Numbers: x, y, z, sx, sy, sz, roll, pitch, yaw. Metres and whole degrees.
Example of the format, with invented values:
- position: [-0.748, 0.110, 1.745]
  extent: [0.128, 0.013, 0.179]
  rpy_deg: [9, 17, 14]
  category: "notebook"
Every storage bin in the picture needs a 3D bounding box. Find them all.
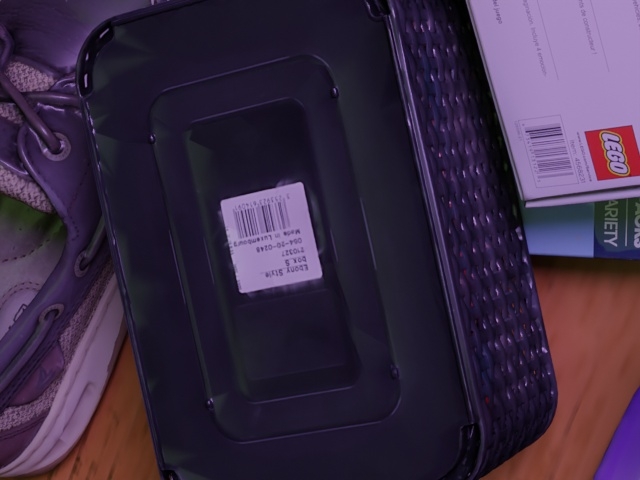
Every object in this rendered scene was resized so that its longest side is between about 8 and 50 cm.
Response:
- position: [0.000, 0.000, 0.607]
  extent: [0.122, 0.084, 0.180]
  rpy_deg: [-12, 92, 26]
  category: "storage bin"

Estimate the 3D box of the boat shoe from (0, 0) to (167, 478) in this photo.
- position: [-0.114, -0.032, 0.696]
  extent: [0.103, 0.092, 0.285]
  rpy_deg: [25, 103, 22]
  category: "boat shoe"

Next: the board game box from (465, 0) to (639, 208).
- position: [0.111, -0.167, 0.496]
  extent: [0.193, 0.053, 0.305]
  rpy_deg: [-6, 108, 36]
  category: "board game box"

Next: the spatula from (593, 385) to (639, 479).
- position: [0.167, 0.005, 0.601]
  extent: [0.084, 0.030, 0.296]
  rpy_deg: [22, 101, 22]
  category: "spatula"

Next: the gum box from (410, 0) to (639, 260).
- position: [0.047, -0.075, 0.648]
  extent: [0.184, 0.041, 0.157]
  rpy_deg: [3, 95, 26]
  category: "gum box"
